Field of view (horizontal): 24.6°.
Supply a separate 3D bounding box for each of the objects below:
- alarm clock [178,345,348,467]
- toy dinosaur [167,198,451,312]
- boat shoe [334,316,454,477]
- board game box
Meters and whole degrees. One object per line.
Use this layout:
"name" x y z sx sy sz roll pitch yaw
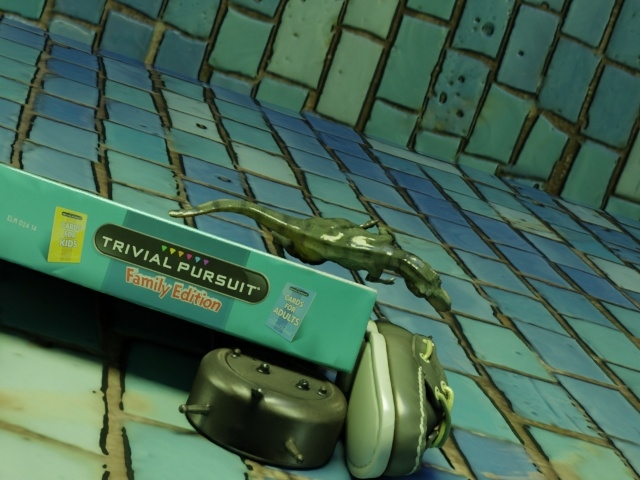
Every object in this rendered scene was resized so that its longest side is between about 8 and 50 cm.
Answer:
"alarm clock" -0.039 0.131 1.234 0.129 0.064 0.192 22 10 9
"toy dinosaur" 0.000 0.000 1.367 0.268 0.064 0.118 16 3 6
"boat shoe" 0.069 0.133 1.270 0.091 0.109 0.305 14 9 -5
"board game box" -0.132 0.026 1.339 0.336 0.079 0.254 19 -3 -5
